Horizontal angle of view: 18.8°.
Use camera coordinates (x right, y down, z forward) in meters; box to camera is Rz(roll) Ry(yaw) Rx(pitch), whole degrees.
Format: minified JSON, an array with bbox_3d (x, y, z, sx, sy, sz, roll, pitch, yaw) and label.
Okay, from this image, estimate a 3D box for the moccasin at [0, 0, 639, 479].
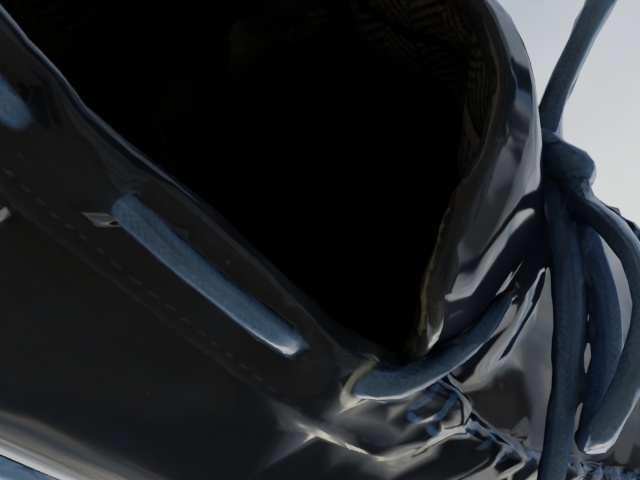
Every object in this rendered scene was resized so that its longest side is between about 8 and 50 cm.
[{"bbox_3d":[0.000,0.000,0.388,0.117,0.342,0.137,-36,-123,30],"label":"moccasin"}]
